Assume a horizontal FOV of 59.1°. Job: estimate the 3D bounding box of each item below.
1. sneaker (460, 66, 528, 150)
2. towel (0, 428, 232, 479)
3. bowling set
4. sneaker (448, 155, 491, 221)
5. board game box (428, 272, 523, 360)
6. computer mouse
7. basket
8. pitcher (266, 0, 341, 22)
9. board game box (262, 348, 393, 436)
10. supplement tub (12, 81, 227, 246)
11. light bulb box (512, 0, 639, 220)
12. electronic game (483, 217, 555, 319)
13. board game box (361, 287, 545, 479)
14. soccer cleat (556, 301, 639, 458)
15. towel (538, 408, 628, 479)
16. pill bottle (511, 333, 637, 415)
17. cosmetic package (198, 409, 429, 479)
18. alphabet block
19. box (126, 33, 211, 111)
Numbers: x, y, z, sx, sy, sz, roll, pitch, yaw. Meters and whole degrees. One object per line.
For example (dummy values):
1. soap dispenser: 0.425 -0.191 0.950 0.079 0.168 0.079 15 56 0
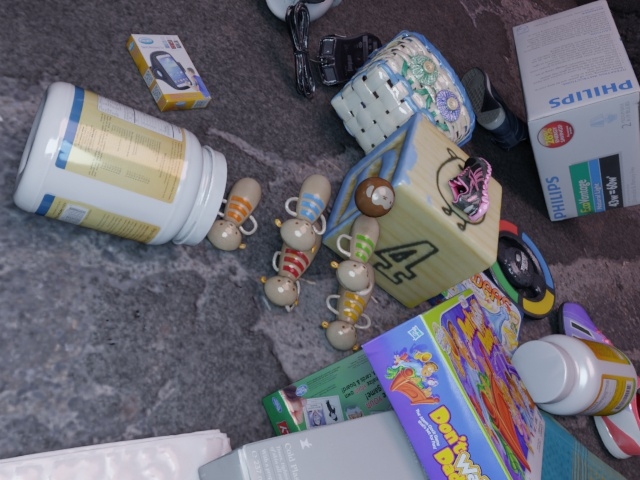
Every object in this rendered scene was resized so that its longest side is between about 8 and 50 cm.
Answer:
1. sneaker: 0.437 -0.325 1.423 0.163 0.086 0.226 27 39 -37
2. towel: -0.191 0.342 0.459 0.316 0.053 0.332 6 59 -37
3. bowling set: 0.000 0.000 0.752 0.287 0.200 0.154 34 47 -14
4. sneaker: 0.213 -0.085 0.818 0.057 0.047 0.119 24 48 -13
5. board game box: 0.284 0.118 1.028 0.201 0.035 0.136 43 44 -11
6. computer mouse: 0.022 -0.382 1.077 0.262 0.060 0.184 -29 118 -41
7. basket: 0.174 -0.251 1.052 0.255 0.201 0.289 53 38 -8
8. pitcher: -0.013 -0.517 1.089 0.125 0.178 0.207 32 42 9
9. board game box: 0.092 0.251 0.768 0.317 0.046 0.214 -13 73 -45
10. supplement tub: -0.223 -0.077 0.640 0.199 0.144 0.145 18 52 -32
11. light bulb box: 0.623 -0.307 1.369 0.358 0.225 0.361 54 33 -43
12. electronic game: 0.407 0.055 1.167 0.229 0.048 0.230 21 51 -29
13. board game box: 0.192 0.195 0.731 0.234 0.078 0.347 63 20 10
14. soccer cleat: 0.578 0.262 1.126 0.108 0.116 0.319 7 59 -38
15. towel: 0.400 0.489 0.884 0.271 0.040 0.370 40 46 -12
16. pill bottle: 0.444 0.239 0.998 0.245 0.136 0.137 16 54 -39
17. cosmetic package: 0.008 0.259 0.580 0.237 0.107 0.127 -1 62 -40
18. alphabet block: 0.149 -0.043 0.904 0.197 0.193 0.193 36 47 -17
19. box: -0.229 -0.258 0.841 0.081 0.028 0.136 -20 79 -46
